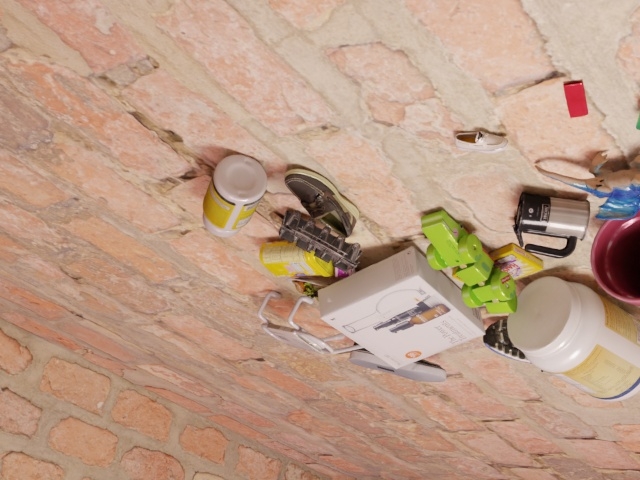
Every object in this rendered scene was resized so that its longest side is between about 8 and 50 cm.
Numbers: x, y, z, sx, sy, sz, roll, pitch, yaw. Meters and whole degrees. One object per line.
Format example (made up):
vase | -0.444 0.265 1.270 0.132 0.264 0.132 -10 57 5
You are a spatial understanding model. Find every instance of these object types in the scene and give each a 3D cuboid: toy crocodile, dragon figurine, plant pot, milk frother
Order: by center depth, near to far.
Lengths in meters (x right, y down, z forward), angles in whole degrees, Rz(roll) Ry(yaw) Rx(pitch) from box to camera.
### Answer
dragon figurine | 0.558 -0.093 1.388 0.289 0.085 0.144 -3 147 25
plant pot | 0.682 0.044 1.490 0.180 0.201 0.201 18 154 -40
milk frother | 0.474 -0.035 1.535 0.135 0.129 0.143 9 -166 8
toy crocodile | 0.352 0.055 1.703 0.340 0.105 0.115 46 139 -19

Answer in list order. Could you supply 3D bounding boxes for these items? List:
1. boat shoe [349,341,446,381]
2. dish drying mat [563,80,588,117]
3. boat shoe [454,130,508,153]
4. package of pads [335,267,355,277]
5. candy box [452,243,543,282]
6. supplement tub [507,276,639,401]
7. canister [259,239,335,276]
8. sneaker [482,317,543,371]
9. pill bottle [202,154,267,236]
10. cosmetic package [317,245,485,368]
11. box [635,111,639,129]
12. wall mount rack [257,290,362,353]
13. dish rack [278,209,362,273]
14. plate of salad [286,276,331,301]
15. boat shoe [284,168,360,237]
boat shoe | 0.248 0.363 2.297 0.306 0.105 0.113 9 155 21
dish drying mat | 0.437 -0.241 1.259 0.032 0.008 0.083 -3 146 26
boat shoe | 0.301 -0.188 1.382 0.100 0.035 0.035 7 154 24
package of pads | 0.061 0.053 1.860 0.050 0.083 0.032 3 -166 20
candy box | 0.427 0.070 1.786 0.105 0.027 0.206 26 149 -24
supplement tub | 0.633 0.237 1.789 0.316 0.228 0.228 29 147 -25
canister | -0.058 0.045 1.896 0.170 0.073 0.126 -4 148 31
sneaker | 0.606 0.310 2.031 0.330 0.129 0.147 13 148 0
pill bottle | -0.201 -0.094 1.665 0.119 0.119 0.208 19 150 -11
cosmetic package | 0.216 0.188 1.915 0.284 0.097 0.377 -25 139 26
box | 0.614 -0.217 1.195 0.179 0.043 0.105 3 150 13
wall mount rack | -0.011 0.264 2.142 0.304 0.130 0.350 37 162 -25
dish rack | 0.000 0.000 1.655 0.208 0.074 0.271 27 174 -1
plate of salad | 0.001 0.143 1.979 0.200 0.048 0.200 16 168 3
boat shoe | 0.004 -0.080 1.649 0.080 0.073 0.223 -17 140 39
